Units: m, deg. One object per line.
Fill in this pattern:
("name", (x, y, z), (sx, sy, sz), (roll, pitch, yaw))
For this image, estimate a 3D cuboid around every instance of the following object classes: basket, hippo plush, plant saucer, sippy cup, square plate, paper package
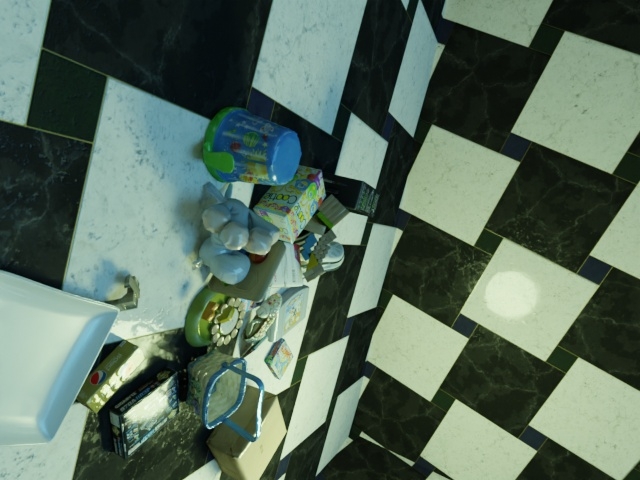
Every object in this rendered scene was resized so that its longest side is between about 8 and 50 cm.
("basket", (-0.316, 0.528, 1.526), (0.201, 0.289, 0.254), (-28, 129, -58))
("hippo plush", (-0.296, 0.004, 1.341), (0.236, 0.294, 0.234), (-56, 161, 20))
("plant saucer", (-0.369, 0.259, 1.544), (0.241, 0.037, 0.240), (-47, 146, -46))
("sippy cup", (-0.189, -0.267, 1.346), (0.305, 0.224, 0.240), (-61, 153, -25))
("square plate", (-0.634, 0.261, 0.949), (0.347, 0.049, 0.344), (-67, 156, -13))
("paper package", (-0.303, 0.839, 1.925), (0.309, 0.168, 0.324), (-51, 148, -40))

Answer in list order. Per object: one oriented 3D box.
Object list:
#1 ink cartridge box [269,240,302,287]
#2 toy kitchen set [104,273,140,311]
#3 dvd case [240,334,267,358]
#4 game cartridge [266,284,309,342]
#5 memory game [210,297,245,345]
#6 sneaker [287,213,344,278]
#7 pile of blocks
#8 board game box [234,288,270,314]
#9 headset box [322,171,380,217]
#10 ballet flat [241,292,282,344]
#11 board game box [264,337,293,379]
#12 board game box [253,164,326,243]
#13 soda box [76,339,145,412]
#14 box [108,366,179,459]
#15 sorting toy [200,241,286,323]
("ink cartridge box", (-0.170, 0.096, 1.717), (0.237, 0.100, 0.171), (10, 73, -64))
("toy kitchen set", (-0.513, 0.128, 1.148), (0.068, 0.075, 0.083), (84, -8, -48))
("dvd case", (-0.271, 0.436, 1.823), (0.119, 0.013, 0.087), (-43, 179, 40))
("game cartridge", (-0.144, 0.320, 2.064), (0.297, 0.062, 0.198), (-30, 137, -57))
("memory game", (-0.328, 0.287, 1.591), (0.186, 0.012, 0.186), (-44, 144, -45))
("sneaker", (0.001, 0.000, 2.014), (0.448, 0.169, 0.257), (-19, 125, -59))
("pile of blocks", (-0.008, -0.007, 1.829), (0.112, 0.149, 0.361), (145, -33, -84))
("board game box", (-0.259, 0.187, 1.734), (0.211, 0.039, 0.160), (-16, 120, -64))
("headset box", (0.103, -0.207, 1.998), (0.283, 0.247, 0.131), (12, 94, -67))
("ballet flat", (-0.234, 0.312, 1.768), (0.077, 0.091, 0.240), (16, 108, -51))
("board game box", (-0.195, 0.564, 2.136), (0.136, 0.035, 0.201), (-59, 153, -29))
("board game box", (-0.111, -0.146, 1.701), (0.275, 0.145, 0.142), (-57, 151, -34))
("soda box", (-0.552, 0.354, 1.180), (0.181, 0.058, 0.061), (-53, 150, -38))
("box", (-0.525, 0.517, 1.359), (0.220, 0.051, 0.175), (-35, 137, -55))
("sorting toy", (-0.262, 0.123, 1.435), (0.041, 0.229, 0.307), (51, 56, -48))
